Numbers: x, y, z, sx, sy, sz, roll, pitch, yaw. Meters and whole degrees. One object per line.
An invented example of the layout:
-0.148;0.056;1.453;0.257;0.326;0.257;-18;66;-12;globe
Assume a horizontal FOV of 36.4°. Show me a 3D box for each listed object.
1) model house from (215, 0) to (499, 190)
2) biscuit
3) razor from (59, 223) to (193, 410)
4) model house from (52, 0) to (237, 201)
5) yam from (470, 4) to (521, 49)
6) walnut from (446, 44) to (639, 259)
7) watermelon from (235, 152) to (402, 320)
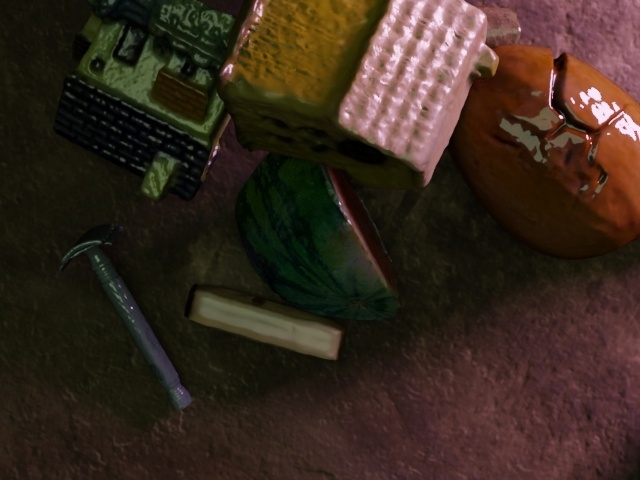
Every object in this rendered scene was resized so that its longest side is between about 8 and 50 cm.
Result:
0.044;-0.167;0.968;0.234;0.175;0.194;19;74;18;model house
-0.063;0.095;1.132;0.187;0.056;0.052;15;91;-1;biscuit
-0.212;0.093;1.129;0.068;0.106;0.232;-28;103;2;razor
-0.191;-0.166;1.072;0.193;0.170;0.212;26;92;-2;model house
0.076;-0.241;1.120;0.299;0.066;0.066;1;91;0;yam
0.241;-0.106;1.057;0.297;0.203;0.203;35;91;-7;walnut
-0.017;0.007;1.104;0.146;0.128;0.231;-26;85;13;watermelon
